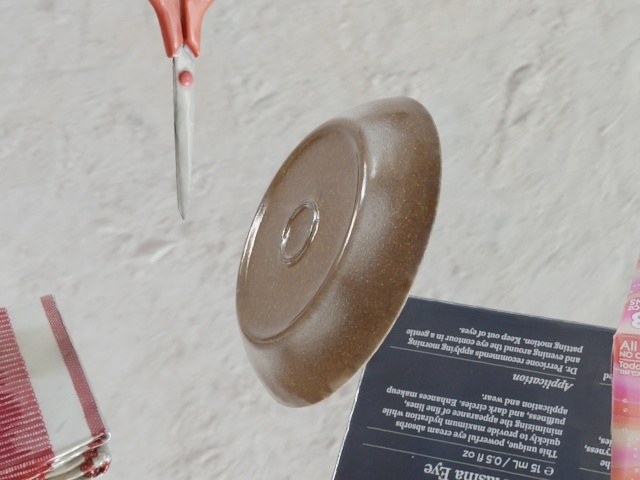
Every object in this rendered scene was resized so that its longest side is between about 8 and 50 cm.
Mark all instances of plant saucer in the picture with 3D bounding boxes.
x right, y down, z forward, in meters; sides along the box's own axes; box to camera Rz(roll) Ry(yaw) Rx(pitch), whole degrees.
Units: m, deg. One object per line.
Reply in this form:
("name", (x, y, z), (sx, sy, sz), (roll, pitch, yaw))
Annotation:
("plant saucer", (0.000, 0.000, 0.963), (0.036, 0.198, 0.198), (22, 113, -25))

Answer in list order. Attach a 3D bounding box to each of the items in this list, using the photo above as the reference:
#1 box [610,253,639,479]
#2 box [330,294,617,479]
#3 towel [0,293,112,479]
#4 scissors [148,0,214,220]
("box", (0.319, 0.086, 0.899), (0.300, 0.154, 0.142), (7, 123, 19))
("box", (0.181, 0.235, 1.185), (0.343, 0.179, 0.312), (9, 67, 22))
("towel", (-0.312, 0.136, 1.061), (0.329, 0.237, 0.037), (-16, 117, -12))
("scissors", (-0.124, -0.175, 1.569), (0.021, 0.109, 0.297), (-2, 104, 52))
